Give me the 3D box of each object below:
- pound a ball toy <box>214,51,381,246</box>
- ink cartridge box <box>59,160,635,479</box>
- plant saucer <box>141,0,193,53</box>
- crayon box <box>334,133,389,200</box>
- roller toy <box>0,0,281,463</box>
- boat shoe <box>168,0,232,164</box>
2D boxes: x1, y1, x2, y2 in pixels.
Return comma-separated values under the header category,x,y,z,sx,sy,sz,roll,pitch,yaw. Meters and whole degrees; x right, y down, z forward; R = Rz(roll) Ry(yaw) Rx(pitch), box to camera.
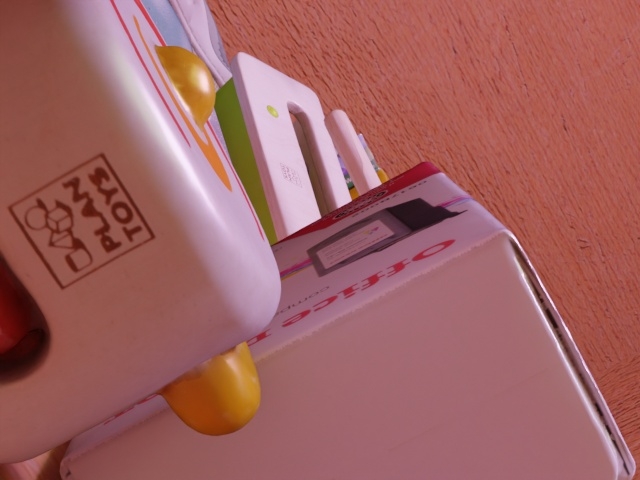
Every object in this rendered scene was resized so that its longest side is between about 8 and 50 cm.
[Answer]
category,x,y,z,sx,sy,sz,roll,pitch,yaw
pound a ball toy,0.000,0.000,1.155,0.135,0.208,0.319,28,32,-39
ink cartridge box,0.006,0.075,0.806,0.131,0.226,0.306,62,1,-7
plant saucer,-0.191,-0.212,1.159,0.317,0.043,0.317,47,-10,11
crayon box,0.022,0.065,1.568,0.323,0.203,0.083,58,4,-47
roller toy,-0.104,-0.026,0.593,0.209,0.146,0.191,63,3,24
boat shoe,-0.125,-0.119,1.432,0.118,0.103,0.320,91,-18,-54
